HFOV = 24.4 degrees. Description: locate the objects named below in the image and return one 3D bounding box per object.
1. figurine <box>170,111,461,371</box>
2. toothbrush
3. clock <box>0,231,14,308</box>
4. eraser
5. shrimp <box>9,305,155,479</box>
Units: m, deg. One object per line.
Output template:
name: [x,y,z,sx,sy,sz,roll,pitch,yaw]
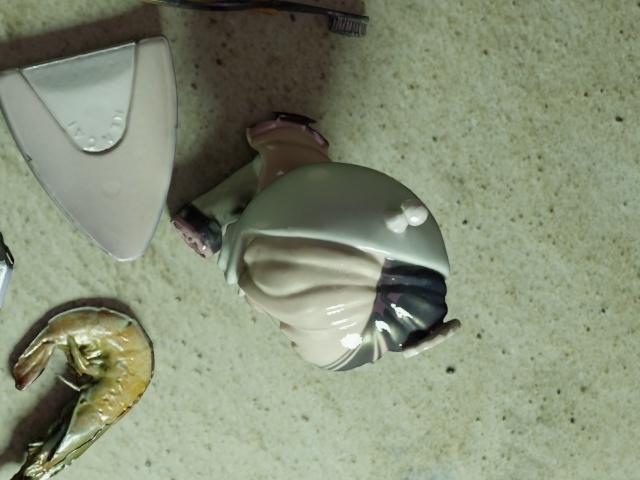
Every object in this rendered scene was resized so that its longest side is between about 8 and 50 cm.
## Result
figurine: [-0.009,0.000,1.642,0.253,0.361,0.211,-3,112,-21]
toothbrush: [-0.085,-0.274,1.733,0.321,0.023,0.031,6,94,-27]
clock: [-0.433,0.013,1.551,0.193,0.144,0.073,10,107,-26]
eraser: [-0.248,-0.094,1.668,0.204,0.059,0.243,-16,103,-23]
shrimp: [-0.299,0.183,1.707,0.143,0.052,0.251,43,73,-15]
